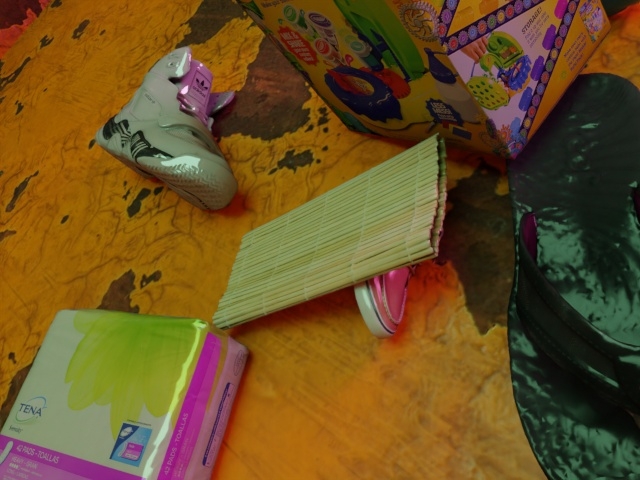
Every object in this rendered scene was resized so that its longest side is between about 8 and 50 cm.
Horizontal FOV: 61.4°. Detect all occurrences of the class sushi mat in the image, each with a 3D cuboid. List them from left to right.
[{"bbox_3d":[0.000,0.000,0.598,0.316,0.019,0.151,-24,39,38],"label":"sushi mat"}]

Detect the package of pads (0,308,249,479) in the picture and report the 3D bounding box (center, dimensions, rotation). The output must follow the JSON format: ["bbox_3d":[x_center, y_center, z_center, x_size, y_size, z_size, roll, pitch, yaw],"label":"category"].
[{"bbox_3d":[-0.242,0.196,0.634,0.296,0.101,0.229,-3,59,32],"label":"package of pads"}]

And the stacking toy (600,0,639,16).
[{"bbox_3d":[0.311,-0.421,0.607,0.175,0.165,0.302,15,79,39],"label":"stacking toy"}]

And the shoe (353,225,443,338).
[{"bbox_3d":[0.084,0.012,0.562,0.081,0.063,0.178,-22,46,28],"label":"shoe"}]

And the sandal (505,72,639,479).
[{"bbox_3d":[0.220,0.018,0.435,0.167,0.107,0.446,-16,53,25],"label":"sandal"}]

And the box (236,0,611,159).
[{"bbox_3d":[0.080,-0.257,0.561,0.177,0.279,0.290,-52,33,-7],"label":"box"}]

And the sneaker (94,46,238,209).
[{"bbox_3d":[-0.212,-0.187,0.847,0.365,0.137,0.210,25,79,46],"label":"sneaker"}]
